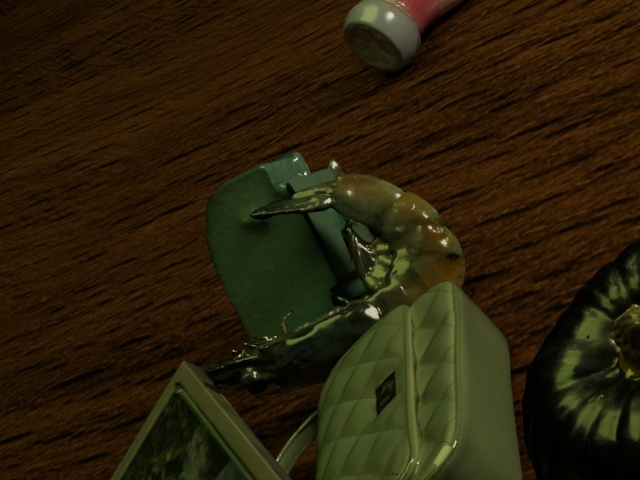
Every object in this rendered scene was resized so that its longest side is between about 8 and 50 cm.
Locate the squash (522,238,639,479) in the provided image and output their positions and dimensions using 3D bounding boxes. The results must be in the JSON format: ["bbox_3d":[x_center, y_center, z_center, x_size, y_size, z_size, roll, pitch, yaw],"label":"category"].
[{"bbox_3d":[0.200,0.081,1.022,0.193,0.156,0.193,-45,34,42],"label":"squash"}]

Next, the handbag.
[{"bbox_3d":[0.031,0.153,1.280,0.219,0.079,0.256,-39,20,19],"label":"handbag"}]

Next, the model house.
[{"bbox_3d":[0.000,0.000,1.565,0.119,0.148,0.149,-32,-8,41],"label":"model house"}]

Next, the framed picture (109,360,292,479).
[{"bbox_3d":[-0.118,0.232,1.377,0.240,0.020,0.324,-58,22,3],"label":"framed picture"}]

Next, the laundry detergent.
[{"bbox_3d":[0.141,-0.312,1.946,0.159,0.088,0.335,-7,42,55],"label":"laundry detergent"}]

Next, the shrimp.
[{"bbox_3d":[0.001,0.033,1.451,0.217,0.150,0.051,-26,-10,2],"label":"shrimp"}]
